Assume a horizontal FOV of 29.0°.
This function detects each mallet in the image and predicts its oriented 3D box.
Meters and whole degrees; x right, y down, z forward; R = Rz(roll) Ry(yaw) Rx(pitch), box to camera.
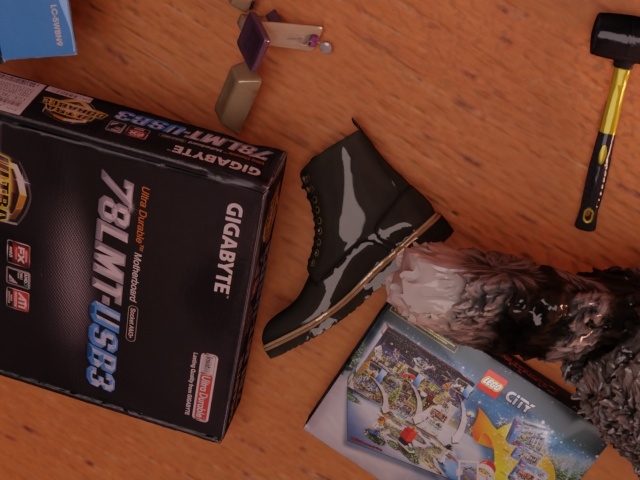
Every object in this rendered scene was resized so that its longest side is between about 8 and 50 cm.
[{"bbox_3d":[0.237,-0.101,1.053,0.062,0.039,0.189,18,109,4],"label":"mallet"}]

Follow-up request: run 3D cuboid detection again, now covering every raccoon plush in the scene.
[{"bbox_3d":[0.258,0.170,1.030,0.447,0.216,0.299,14,110,9],"label":"raccoon plush"}]

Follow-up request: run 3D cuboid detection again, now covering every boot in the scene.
[{"bbox_3d":[0.000,0.000,1.104,0.198,0.077,0.137,-38,90,2],"label":"boot"}]

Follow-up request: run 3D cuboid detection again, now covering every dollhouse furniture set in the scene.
[{"bbox_3d":[-0.047,-0.158,1.102,0.081,0.091,0.114,1,135,-30],"label":"dollhouse furniture set"}]

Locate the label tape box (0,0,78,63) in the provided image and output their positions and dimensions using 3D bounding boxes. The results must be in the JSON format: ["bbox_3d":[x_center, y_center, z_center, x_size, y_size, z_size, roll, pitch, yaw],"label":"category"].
[{"bbox_3d":[-0.367,-0.270,1.076,0.334,0.106,0.240,-3,106,11],"label":"label tape box"}]

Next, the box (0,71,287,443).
[{"bbox_3d":[-0.196,0.017,1.088,0.293,0.073,0.295,18,127,6],"label":"box"}]

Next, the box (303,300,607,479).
[{"bbox_3d":[0.124,0.168,1.128,0.233,0.044,0.159,34,106,1],"label":"box"}]
